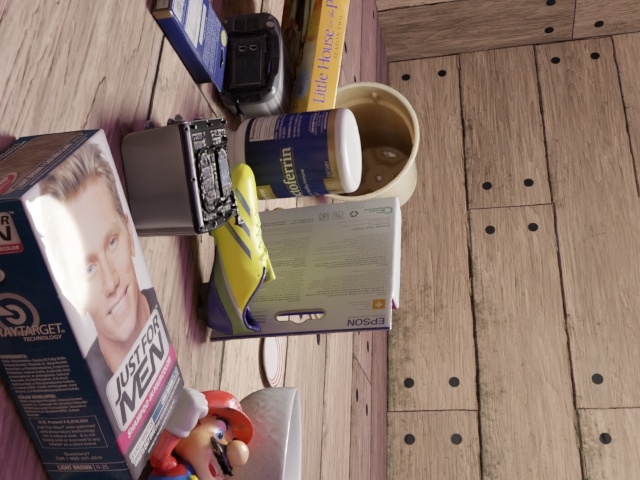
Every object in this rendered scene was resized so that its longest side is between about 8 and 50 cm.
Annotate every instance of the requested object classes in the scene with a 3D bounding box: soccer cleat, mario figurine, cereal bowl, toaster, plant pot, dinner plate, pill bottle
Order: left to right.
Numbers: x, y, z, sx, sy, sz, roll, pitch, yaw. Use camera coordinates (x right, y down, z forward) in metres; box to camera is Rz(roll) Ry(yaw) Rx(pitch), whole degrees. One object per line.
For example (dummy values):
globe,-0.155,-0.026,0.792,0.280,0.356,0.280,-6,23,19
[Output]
toaster,-0.199,-0.089,1.078,0.168,0.110,0.185,-45,130,-72
mario figurine,-0.166,0.326,0.953,0.198,0.170,0.320,-60,-176,40
soccer cleat,-0.127,0.018,1.220,0.093,0.121,0.289,-44,144,-77
cereal bowl,-0.112,0.408,1.191,0.339,0.141,0.339,2,90,-85
toaster,-0.125,-0.321,1.437,0.146,0.129,0.227,50,37,-72
dinner plate,-0.106,0.252,1.597,0.141,0.017,0.141,-3,90,-77
pill bottle,-0.067,-0.152,1.331,0.153,0.265,0.153,-4,90,-76
plant pot,0.134,-0.222,2.031,0.305,0.334,0.333,41,46,-67

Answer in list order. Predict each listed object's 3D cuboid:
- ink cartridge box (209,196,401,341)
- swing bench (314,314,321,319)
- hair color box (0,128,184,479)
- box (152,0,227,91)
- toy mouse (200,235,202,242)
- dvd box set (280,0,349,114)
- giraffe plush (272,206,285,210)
ink cartridge box,-0.016,0.063,1.354,0.071,0.324,0.330,71,20,-44
swing bench,0.045,0.081,2.002,0.253,0.165,0.254,67,18,-54
hair color box,-0.259,0.076,0.780,0.174,0.105,0.347,-73,155,-59
box,-0.216,-0.367,1.247,0.225,0.037,0.136,58,31,-62
toy mouse,-0.202,-0.088,1.242,0.161,0.031,0.143,-62,146,-67
dvd box set,-0.029,-0.390,1.523,0.307,0.062,0.420,-149,-114,-70
giraffe plush,0.000,0.000,1.645,0.210,0.170,0.181,62,-2,37
